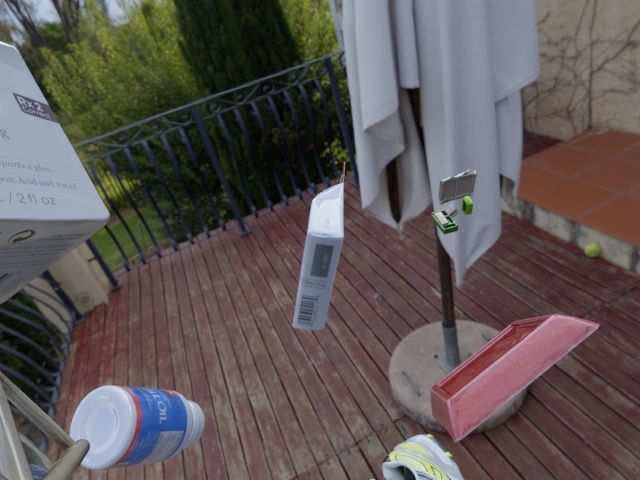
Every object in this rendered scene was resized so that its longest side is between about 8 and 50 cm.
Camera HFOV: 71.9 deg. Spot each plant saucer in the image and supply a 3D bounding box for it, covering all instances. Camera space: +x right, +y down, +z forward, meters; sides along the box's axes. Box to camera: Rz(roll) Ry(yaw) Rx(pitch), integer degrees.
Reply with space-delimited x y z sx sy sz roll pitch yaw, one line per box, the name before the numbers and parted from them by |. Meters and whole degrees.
plant saucer | 0.284 0.206 0.722 0.259 0.258 0.048 -38 75 -3

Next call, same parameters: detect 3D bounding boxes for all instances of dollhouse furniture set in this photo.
dollhouse furniture set | 0.262 -0.088 0.890 0.076 0.152 0.058 -15 45 -6

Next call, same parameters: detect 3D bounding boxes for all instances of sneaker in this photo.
sneaker | 0.281 0.589 0.938 0.147 0.145 0.384 -8 20 -29

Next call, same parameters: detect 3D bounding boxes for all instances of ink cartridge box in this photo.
ink cartridge box | 0.000 0.000 0.726 0.066 0.189 0.232 6 36 -5

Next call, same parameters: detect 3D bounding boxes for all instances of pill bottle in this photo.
pill bottle | -0.304 0.323 0.772 0.124 0.221 0.124 -7 68 17

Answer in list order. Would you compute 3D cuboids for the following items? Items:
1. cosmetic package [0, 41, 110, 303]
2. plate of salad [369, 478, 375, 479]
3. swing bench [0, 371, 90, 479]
cosmetic package | -0.298 -0.053 0.324 0.151 0.184 0.151 -33 -6 13
plate of salad | 0.139 0.731 1.141 0.048 0.200 0.200 1 25 -15
swing bench | -0.316 0.243 0.314 0.253 0.165 0.254 -42 22 -24
